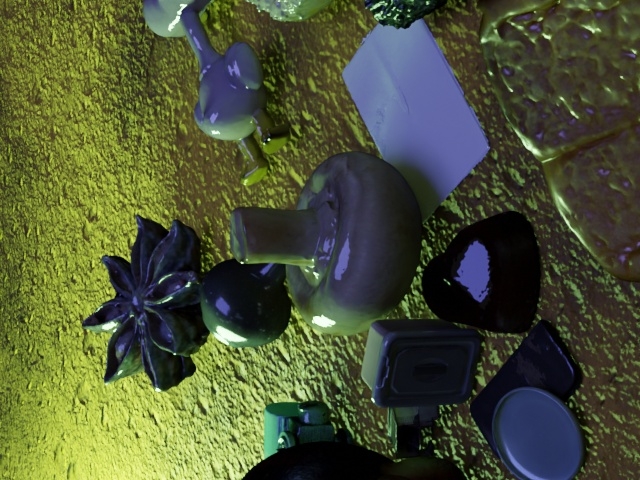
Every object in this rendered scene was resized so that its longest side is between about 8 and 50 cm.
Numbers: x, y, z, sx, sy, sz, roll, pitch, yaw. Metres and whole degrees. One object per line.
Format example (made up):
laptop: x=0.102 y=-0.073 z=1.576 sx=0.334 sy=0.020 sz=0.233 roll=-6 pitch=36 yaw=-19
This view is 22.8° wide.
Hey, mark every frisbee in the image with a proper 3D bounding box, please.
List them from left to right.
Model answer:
frisbee: x=0.224 y=0.202 z=1.629 sx=0.110 sy=0.014 sz=0.110 roll=14 pitch=113 yaw=38

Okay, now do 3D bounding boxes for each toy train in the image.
toy train: x=-0.026 y=0.309 z=1.938 sx=0.159 sy=0.101 sz=0.248 roll=-157 pitch=68 yaw=-67

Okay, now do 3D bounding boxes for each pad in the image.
pad: x=0.102 y=-0.150 z=1.782 sx=0.156 sy=0.004 sz=0.232 roll=-51 pitch=55 yaw=43

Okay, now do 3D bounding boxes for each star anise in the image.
star anise: x=-0.215 y=0.091 z=2.147 sx=0.223 sy=0.109 sz=0.236 roll=9 pitch=84 yaw=44

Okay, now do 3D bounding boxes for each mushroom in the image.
mushroom: x=0.000 y=0.000 z=1.749 sx=0.207 sy=0.215 sz=0.207 roll=-174 pitch=90 yaw=-65

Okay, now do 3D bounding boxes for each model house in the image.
model house: x=0.104 y=0.196 z=1.784 sx=0.058 sy=0.057 sz=0.083 roll=-102 pitch=8 yaw=-55

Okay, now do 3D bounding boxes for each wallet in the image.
wallet: x=0.213 y=0.159 z=1.657 sx=0.156 sy=0.018 sz=0.082 roll=-55 pitch=52 yaw=39

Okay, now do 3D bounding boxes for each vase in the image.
vase: x=-0.068 y=0.046 z=1.949 sx=0.183 sy=0.120 sz=0.120 roll=-51 pitch=53 yaw=25

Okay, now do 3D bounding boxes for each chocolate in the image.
chocolate: x=0.161 y=0.048 z=1.664 sx=0.149 sy=0.080 sz=0.125 roll=-42 pitch=60 yaw=45

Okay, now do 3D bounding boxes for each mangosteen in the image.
mangosteen: x=0.028 y=0.344 z=1.720 sx=0.288 sy=0.288 sz=0.288 roll=8 pitch=100 yaw=52

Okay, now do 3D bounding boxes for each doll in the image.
doll: x=-0.145 y=-0.251 z=2.027 sx=0.160 sy=0.094 sz=0.365 roll=-54 pitch=51 yaw=51

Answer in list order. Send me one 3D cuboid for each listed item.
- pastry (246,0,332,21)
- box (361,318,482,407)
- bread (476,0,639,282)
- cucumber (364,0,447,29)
pastry: x=0.002 y=-0.323 z=1.799 sx=0.258 sy=0.121 sz=0.089 roll=-36 pitch=73 yaw=48
box: x=0.105 y=0.129 z=1.718 sx=0.062 sy=0.122 sz=0.089 roll=-138 pitch=53 yaw=-58
bread: x=0.320 y=-0.134 z=1.356 sx=0.337 sy=0.148 sz=0.328 roll=-23 pitch=98 yaw=53
cucumber: x=0.176 y=-0.324 z=1.596 sx=0.359 sy=0.096 sz=0.096 roll=-27 pitch=72 yaw=49
